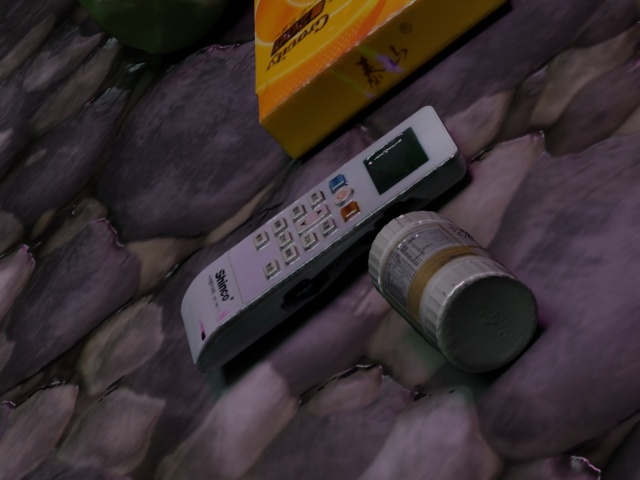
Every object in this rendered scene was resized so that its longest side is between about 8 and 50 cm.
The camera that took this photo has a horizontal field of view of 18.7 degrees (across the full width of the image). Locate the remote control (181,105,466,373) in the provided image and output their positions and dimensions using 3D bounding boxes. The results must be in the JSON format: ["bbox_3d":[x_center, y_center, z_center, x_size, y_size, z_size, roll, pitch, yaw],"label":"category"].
[{"bbox_3d":[0.000,0.000,0.962,0.166,0.029,0.065,-37,27,8],"label":"remote control"}]

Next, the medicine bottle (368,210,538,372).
[{"bbox_3d":[0.055,0.021,0.836,0.047,0.047,0.083,-46,27,0],"label":"medicine bottle"}]

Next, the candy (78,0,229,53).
[{"bbox_3d":[-0.111,-0.267,1.361,0.132,0.142,0.343,-34,32,21],"label":"candy"}]

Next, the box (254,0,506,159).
[{"bbox_3d":[0.026,-0.169,1.140,0.152,0.043,0.269,-38,27,19],"label":"box"}]
